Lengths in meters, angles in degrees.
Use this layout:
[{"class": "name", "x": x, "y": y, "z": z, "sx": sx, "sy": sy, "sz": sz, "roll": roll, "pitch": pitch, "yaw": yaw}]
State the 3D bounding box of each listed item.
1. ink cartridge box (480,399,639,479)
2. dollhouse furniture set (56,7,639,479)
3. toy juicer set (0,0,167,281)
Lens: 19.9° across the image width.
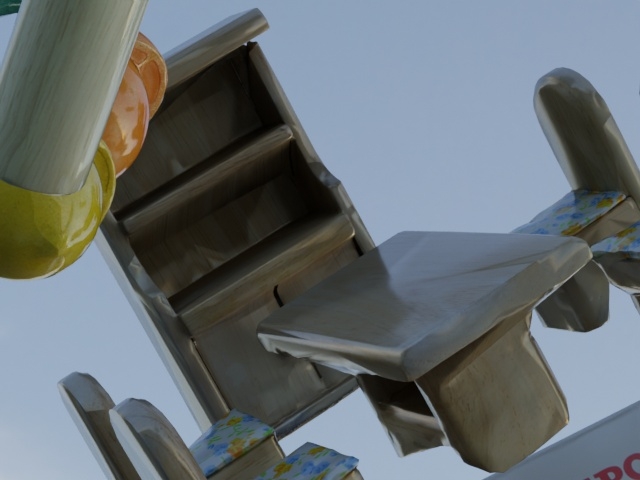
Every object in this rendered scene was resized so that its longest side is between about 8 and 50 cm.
[{"class": "ink cartridge box", "x": 0.185, "y": 0.320, "z": 1.088, "sx": 0.385, "sy": 0.279, "sz": 0.160, "roll": 58, "pitch": -25, "yaw": 21}, {"class": "dollhouse furniture set", "x": 0.000, "y": 0.000, "z": 1.070, "sx": 0.256, "sy": 0.362, "sz": 0.394, "roll": 61, "pitch": -18, "yaw": -11}, {"class": "toy juicer set", "x": -0.081, "y": -0.093, "z": 0.543, "sx": 0.089, "sy": 0.209, "sz": 0.329, "roll": 21, "pitch": -1, "yaw": -4}]
